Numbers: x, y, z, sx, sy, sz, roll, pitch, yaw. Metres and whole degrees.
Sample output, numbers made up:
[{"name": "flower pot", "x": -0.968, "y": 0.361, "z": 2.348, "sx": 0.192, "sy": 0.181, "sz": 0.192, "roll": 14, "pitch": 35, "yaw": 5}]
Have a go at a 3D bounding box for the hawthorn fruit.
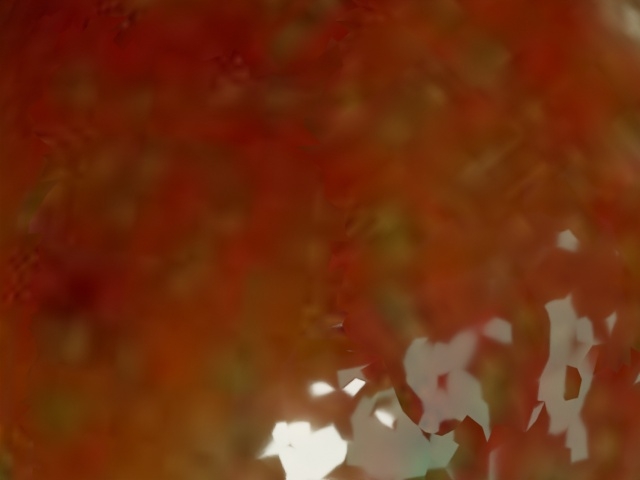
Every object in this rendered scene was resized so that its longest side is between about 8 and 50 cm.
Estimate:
[{"name": "hawthorn fruit", "x": 0.000, "y": 0.000, "z": 0.479, "sx": 0.254, "sy": 0.254, "sz": 0.300, "roll": 7, "pitch": 56, "yaw": -29}]
